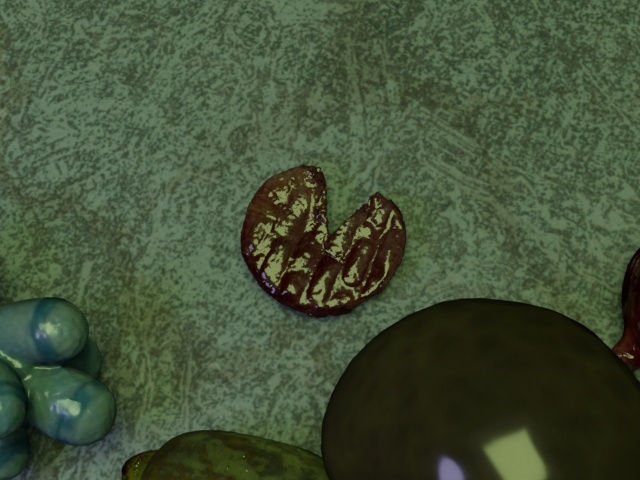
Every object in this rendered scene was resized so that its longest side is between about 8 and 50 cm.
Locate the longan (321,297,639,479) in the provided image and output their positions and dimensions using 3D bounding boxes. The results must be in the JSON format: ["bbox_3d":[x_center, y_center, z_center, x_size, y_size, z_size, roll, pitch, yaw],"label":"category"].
[{"bbox_3d":[0.204,0.249,1.358,0.405,0.336,0.404,0,58,0],"label":"longan"}]

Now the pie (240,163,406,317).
[{"bbox_3d":[0.000,0.000,1.606,0.219,0.054,0.204,36,75,11],"label":"pie"}]

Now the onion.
[{"bbox_3d":[0.449,0.095,1.519,0.218,0.140,0.195,-34,80,-6],"label":"onion"}]

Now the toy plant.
[{"bbox_3d":[-0.401,0.155,1.479,0.332,0.247,0.247,30,74,10],"label":"toy plant"}]

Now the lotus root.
[{"bbox_3d":[-0.104,0.321,1.450,0.309,0.173,0.173,10,71,14],"label":"lotus root"}]
